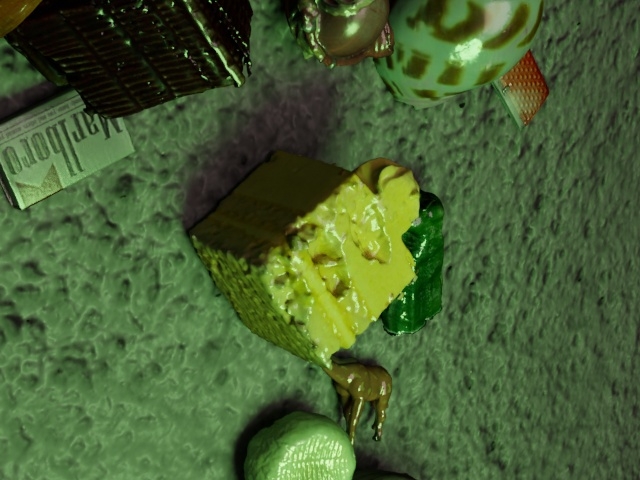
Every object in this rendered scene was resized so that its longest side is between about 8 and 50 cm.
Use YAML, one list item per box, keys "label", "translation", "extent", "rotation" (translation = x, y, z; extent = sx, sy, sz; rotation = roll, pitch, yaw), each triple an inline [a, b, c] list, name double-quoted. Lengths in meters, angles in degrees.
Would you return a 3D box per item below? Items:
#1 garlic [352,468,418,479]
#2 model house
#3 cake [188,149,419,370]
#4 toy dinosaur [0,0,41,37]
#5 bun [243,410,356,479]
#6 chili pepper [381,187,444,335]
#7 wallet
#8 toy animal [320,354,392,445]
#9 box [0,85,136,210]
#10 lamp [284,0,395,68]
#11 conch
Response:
- label: "garlic"
  translation: [0.127, 0.535, 1.745]
  extent: [0.259, 0.317, 0.317]
  rotation: [-49, 129, -14]
- label: "model house"
  translation: [-0.224, -0.309, 1.197]
  extent: [0.297, 0.282, 0.317]
  rotation: [-49, 130, -17]
- label: "cake"
  translation: [0.000, 0.000, 1.522]
  extent: [0.286, 0.227, 0.222]
  rotation: [-45, 127, -21]
- label: "toy dinosaur"
  translation: [-0.444, -0.207, 1.107]
  extent: [0.432, 0.097, 0.208]
  rotation: [-7, 155, -3]
- label: "bun"
  translation: [-0.038, 0.371, 1.679]
  extent: [0.195, 0.118, 0.195]
  rotation: [-6, 101, -32]
- label: "chili pepper"
  translation: [0.156, 0.017, 1.745]
  extent: [0.136, 0.099, 0.270]
  rotation: [-20, 120, -25]
- label: "wallet"
  translation: [0.350, -0.299, 1.862]
  extent: [0.103, 0.020, 0.196]
  rotation: [-51, 130, -15]
- label: "toy animal"
  translation: [0.039, 0.239, 1.736]
  extent: [0.224, 0.066, 0.230]
  rotation: [-12, 104, -42]
- label: "box"
  translation: [-0.334, -0.128, 1.327]
  extent: [0.177, 0.036, 0.115]
  rotation: [-32, 122, -29]
- label: "lamp"
  translation: [0.031, -0.356, 1.506]
  extent: [0.223, 0.151, 0.215]
  rotation: [-17, 117, -75]
- label: "conch"
  translation: [0.235, -0.381, 1.628]
  extent: [0.249, 0.197, 0.368]
  rotation: [8, 96, -25]
